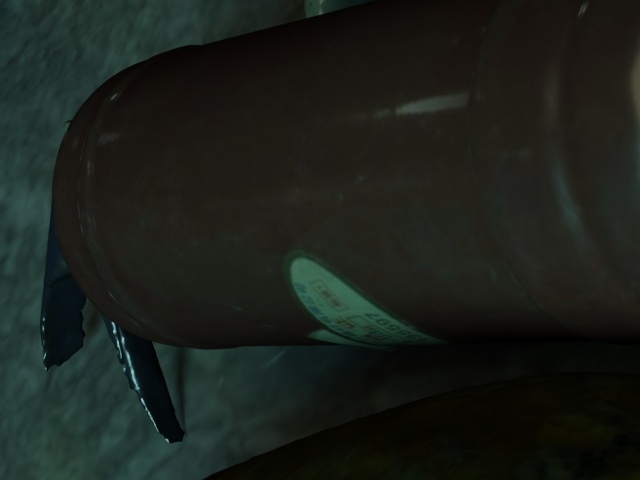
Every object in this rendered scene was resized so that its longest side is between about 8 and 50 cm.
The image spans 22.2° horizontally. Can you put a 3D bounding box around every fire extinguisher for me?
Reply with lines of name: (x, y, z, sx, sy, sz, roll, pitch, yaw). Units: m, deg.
fire extinguisher: (0.000, 0.000, 0.502, 0.344, 0.102, 0.138, -7, 101, 50)

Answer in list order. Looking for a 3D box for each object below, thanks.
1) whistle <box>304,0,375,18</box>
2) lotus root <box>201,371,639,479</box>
whistle: (0.050, -0.141, 0.551, 0.186, 0.093, 0.274, -51, 49, 43)
lotus root: (0.019, 0.121, 0.409, 0.275, 0.152, 0.160, -26, 47, 28)
